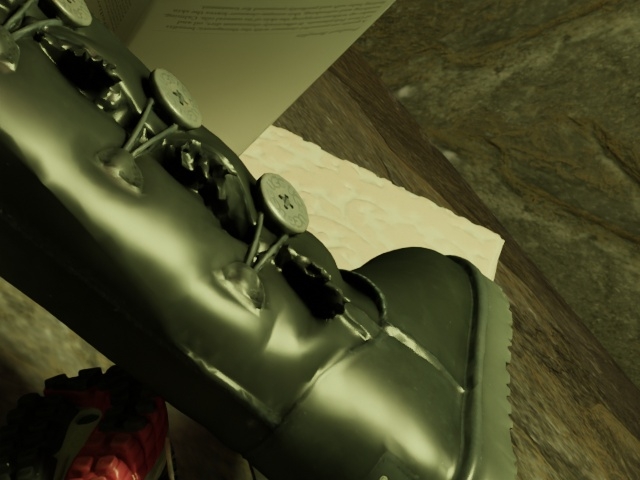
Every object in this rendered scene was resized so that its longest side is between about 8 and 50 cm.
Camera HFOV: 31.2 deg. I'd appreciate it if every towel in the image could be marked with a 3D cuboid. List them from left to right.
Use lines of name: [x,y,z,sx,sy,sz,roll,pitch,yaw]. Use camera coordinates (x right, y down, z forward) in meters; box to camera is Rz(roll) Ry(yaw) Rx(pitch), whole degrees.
towel: [-0.007,0.013,1.051,0.332,0.053,0.317,26,32,4]

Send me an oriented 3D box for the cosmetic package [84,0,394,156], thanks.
cosmetic package: [-0.097,-0.185,0.877,0.197,0.365,0.155,-8,77,-30]

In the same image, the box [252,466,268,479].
box: [0.034,0.232,0.920,0.130,0.091,0.170,36,22,-42]

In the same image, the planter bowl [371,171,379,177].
planter bowl: [0.000,0.000,1.274,0.162,0.162,0.109,-69,145,-72]

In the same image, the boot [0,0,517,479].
boot: [-0.081,-0.027,0.714,0.445,0.146,0.367,40,13,-12]

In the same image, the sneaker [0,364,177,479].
sneaker: [-0.125,0.180,0.579,0.299,0.121,0.112,-71,150,-63]
